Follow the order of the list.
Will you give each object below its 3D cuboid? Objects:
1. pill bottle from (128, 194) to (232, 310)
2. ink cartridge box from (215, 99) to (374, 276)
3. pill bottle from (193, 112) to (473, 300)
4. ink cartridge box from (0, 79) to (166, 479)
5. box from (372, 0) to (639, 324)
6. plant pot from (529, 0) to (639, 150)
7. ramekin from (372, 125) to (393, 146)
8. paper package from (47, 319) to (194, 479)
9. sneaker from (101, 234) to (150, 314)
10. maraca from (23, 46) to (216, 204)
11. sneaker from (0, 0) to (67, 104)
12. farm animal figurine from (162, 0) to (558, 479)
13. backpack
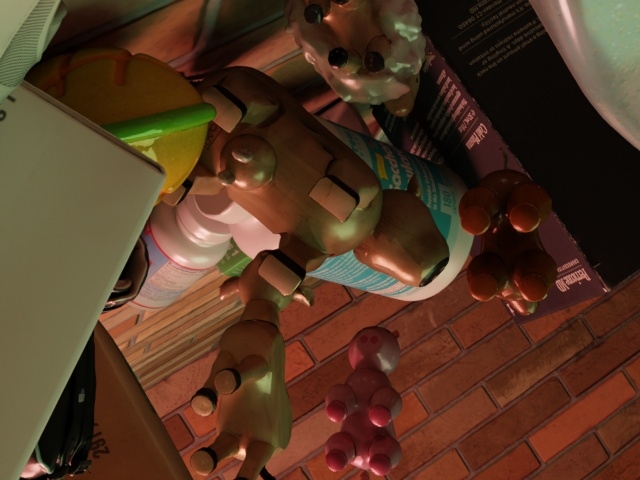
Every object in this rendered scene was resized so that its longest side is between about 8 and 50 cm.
[{"bbox_3d":[-0.148,0.003,1.016,0.087,0.087,0.160,-25,170,-47],"label":"pill bottle"},{"bbox_3d":[-0.029,-0.054,1.131,0.219,0.092,0.160,-33,173,4],"label":"ink cartridge box"},{"bbox_3d":[0.013,-0.035,0.947,0.264,0.146,0.146,16,139,-38],"label":"pill bottle"},{"bbox_3d":[-0.209,0.057,0.501,0.278,0.117,0.201,-29,-145,56],"label":"ink cartridge box"},{"bbox_3d":[0.222,-0.100,1.022,0.179,0.312,0.343,-32,174,-7],"label":"box"},{"bbox_3d":[0.188,-0.207,0.500,0.248,0.247,0.252,-36,155,29],"label":"plant pot"},{"bbox_3d":[0.149,-0.081,1.327,0.207,0.207,0.109,-32,-178,-9],"label":"ramekin"},{"bbox_3d":[-0.316,0.263,1.079,0.309,0.325,0.168,-30,172,-15],"label":"paper package"},{"bbox_3d":[-0.252,0.060,0.887,0.226,0.086,0.163,-40,-172,-28],"label":"sneaker"},{"bbox_3d":[-0.146,-0.059,0.586,0.186,0.099,0.127,-6,-172,35],"label":"maraca"},{"bbox_3d":[-0.113,-0.127,0.246,0.146,0.122,0.330,-49,180,-26],"label":"sneaker"},{"bbox_3d":[0.000,0.000,0.738,0.330,0.327,0.172,-34,-175,20],"label":"farm animal figurine"},{"bbox_3d":[-0.244,0.082,0.757,0.144,0.188,0.166,4,171,2],"label":"backpack"}]
